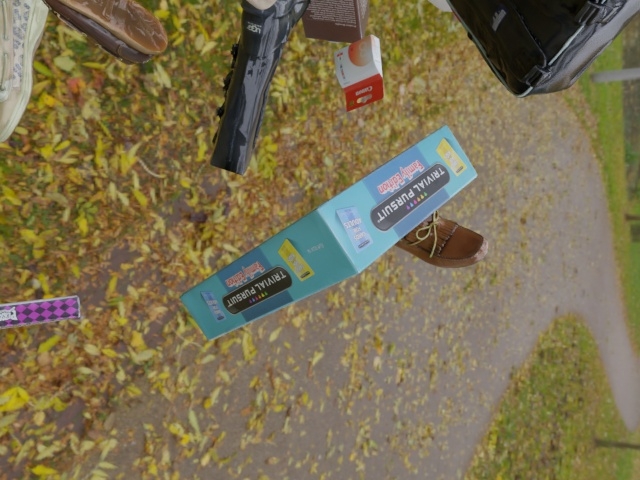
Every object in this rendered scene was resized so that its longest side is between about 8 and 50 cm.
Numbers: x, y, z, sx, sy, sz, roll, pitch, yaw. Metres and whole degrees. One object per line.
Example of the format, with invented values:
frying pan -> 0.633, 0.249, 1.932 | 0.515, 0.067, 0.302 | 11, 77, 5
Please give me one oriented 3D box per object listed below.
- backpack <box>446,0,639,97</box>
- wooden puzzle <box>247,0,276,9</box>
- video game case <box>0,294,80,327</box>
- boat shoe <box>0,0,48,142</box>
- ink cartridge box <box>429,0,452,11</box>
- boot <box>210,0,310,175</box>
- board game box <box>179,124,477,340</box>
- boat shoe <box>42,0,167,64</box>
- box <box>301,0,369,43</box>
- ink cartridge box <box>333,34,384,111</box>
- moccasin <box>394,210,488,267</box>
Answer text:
backpack -> 0.272, -0.334, 0.727 | 0.191, 0.225, 0.253 | -22, 69, -29
wooden puzzle -> -0.106, -0.610, 1.003 | 0.322, 0.348, 0.080 | 30, 45, -32
video game case -> -0.536, 0.129, 1.021 | 0.232, 0.210, 0.041 | -6, 86, -23
boat shoe -> -0.539, -0.308, 1.002 | 0.089, 0.105, 0.285 | 5, 107, -50
ink cartridge box -> 0.263, -0.668, 1.368 | 0.353, 0.207, 0.119 | 22, 94, -39
boot -> -0.152, -0.433, 1.531 | 0.367, 0.146, 0.445 | -62, 170, -55
board game box -> 0.000, 0.000, 0.765 | 0.254, 0.336, 0.079 | -35, 94, -40
boat shoe -> -0.274, -0.271, 0.675 | 0.207, 0.073, 0.073 | 39, 55, -44
box -> 0.034, -0.750, 1.736 | 0.381, 0.191, 0.143 | 72, 30, -69
ink cartridge box -> 0.107, -0.476, 1.706 | 0.045, 0.145, 0.179 | 6, 78, -46
moccasin -> 0.291, -0.033, 1.663 | 0.139, 0.380, 0.147 | -48, 136, -13
